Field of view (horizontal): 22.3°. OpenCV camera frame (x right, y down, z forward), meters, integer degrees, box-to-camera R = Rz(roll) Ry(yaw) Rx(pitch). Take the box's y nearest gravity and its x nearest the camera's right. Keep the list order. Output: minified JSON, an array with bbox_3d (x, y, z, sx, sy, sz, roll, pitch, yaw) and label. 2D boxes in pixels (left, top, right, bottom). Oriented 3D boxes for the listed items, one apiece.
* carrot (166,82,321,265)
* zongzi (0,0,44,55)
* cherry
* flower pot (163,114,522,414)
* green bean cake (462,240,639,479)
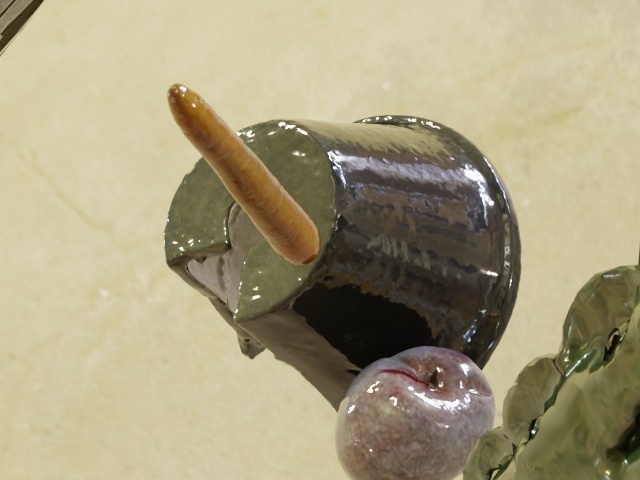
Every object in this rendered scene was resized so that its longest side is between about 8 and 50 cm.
[{"bbox_3d":[-0.061,-0.051,1.327,0.043,0.248,0.043,-15,52,21],"label":"carrot"},{"bbox_3d":[-0.080,-0.133,0.325,0.111,0.248,0.241,41,86,8],"label":"zongzi"},{"bbox_3d":[0.089,0.189,1.626,0.176,0.176,0.140,-43,64,-5],"label":"cherry"},{"bbox_3d":[0.000,0.000,1.734,0.379,0.251,0.379,-14,65,33],"label":"flower pot"},{"bbox_3d":[0.155,0.105,0.370,0.132,0.241,0.255,-24,72,-28],"label":"green bean cake"}]
